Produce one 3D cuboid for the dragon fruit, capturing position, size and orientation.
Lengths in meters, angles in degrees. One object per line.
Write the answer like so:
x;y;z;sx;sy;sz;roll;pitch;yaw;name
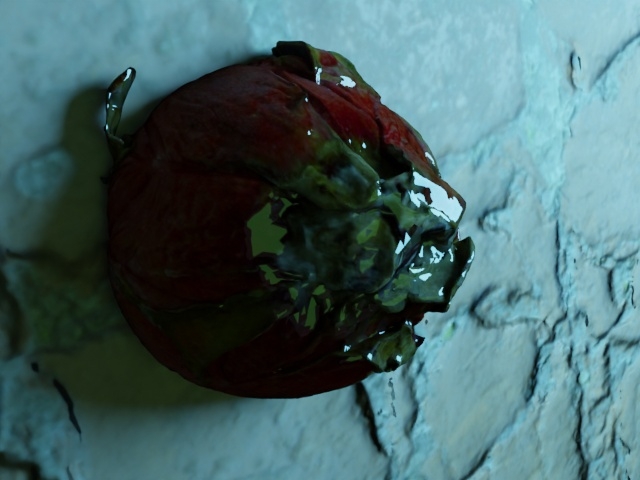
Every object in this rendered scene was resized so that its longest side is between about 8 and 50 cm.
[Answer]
0.003;0.002;0.391;0.218;0.148;0.224;-18;109;-28;dragon fruit
